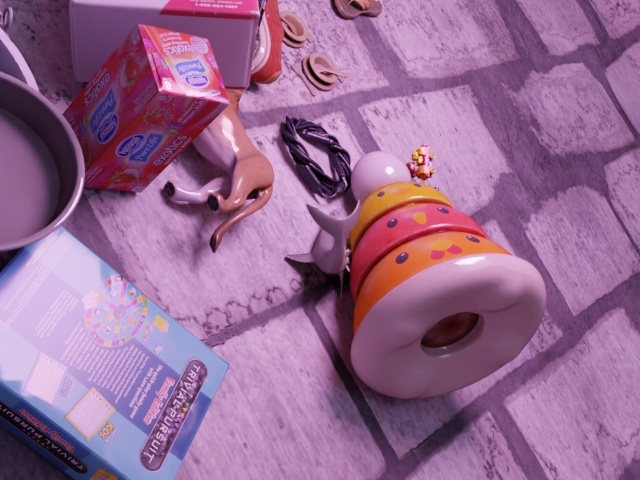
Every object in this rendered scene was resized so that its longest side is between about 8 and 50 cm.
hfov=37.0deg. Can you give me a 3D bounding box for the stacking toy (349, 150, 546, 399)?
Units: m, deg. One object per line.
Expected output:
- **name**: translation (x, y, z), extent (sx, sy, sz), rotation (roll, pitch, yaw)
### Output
- **stacking toy**: translation (0.155, 0.013, 1.731), extent (0.351, 0.350, 0.480), rotation (16, 35, -38)

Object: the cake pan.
- **cake pan**: translation (-0.454, -0.101, 1.229), extent (0.293, 0.054, 0.293), rotation (16, 53, -23)

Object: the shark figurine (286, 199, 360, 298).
- **shark figurine**: translation (-0.001, 0.016, 1.647), extent (0.116, 0.278, 0.166), rotation (4, 87, -1)

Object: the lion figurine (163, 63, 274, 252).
- **lion figurine**: translation (-0.168, -0.175, 1.614), extent (0.240, 0.142, 0.392), rotation (-12, 78, -47)

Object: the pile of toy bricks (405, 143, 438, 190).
- **pile of toy bricks**: translation (0.173, -0.084, 1.935), extent (0.105, 0.118, 0.212), rotation (3, 76, -13)

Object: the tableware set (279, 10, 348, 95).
- **tableware set**: translation (-0.026, -0.401, 1.986), extent (0.194, 0.039, 0.128), rotation (55, 39, -1)

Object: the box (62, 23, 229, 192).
- **box**: translation (-0.268, -0.187, 1.411), extent (0.128, 0.257, 0.122), rotation (3, 59, -45)

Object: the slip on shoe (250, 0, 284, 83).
- **slip on shoe**: translation (-0.130, -0.442, 1.862), extent (0.101, 0.123, 0.331), rotation (37, 39, -51)

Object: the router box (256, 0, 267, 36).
- **router box**: translation (-0.158, -0.401, 1.770), extent (0.038, 0.092, 0.122), rotation (39, 60, -52)

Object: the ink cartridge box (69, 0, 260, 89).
- **ink cartridge box**: translation (-0.254, -0.436, 1.564), extent (0.279, 0.160, 0.384), rotation (1, 51, -9)

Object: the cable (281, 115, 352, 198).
- **cable**: translation (-0.003, -0.170, 1.840), extent (0.184, 0.047, 0.150), rotation (53, 39, -2)

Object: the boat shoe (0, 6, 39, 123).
- **boat shoe**: translation (-0.498, -0.295, 1.375), extent (0.306, 0.113, 0.105), rotation (43, 26, 6)

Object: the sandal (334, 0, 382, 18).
- **sandal**: translation (0.092, -0.552, 2.207), extent (0.180, 0.049, 0.072), rotation (-15, 75, -50)

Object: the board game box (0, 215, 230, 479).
- **board game box**: translation (-0.306, 0.165, 1.263), extent (0.336, 0.079, 0.253), rotation (43, 40, -16)
